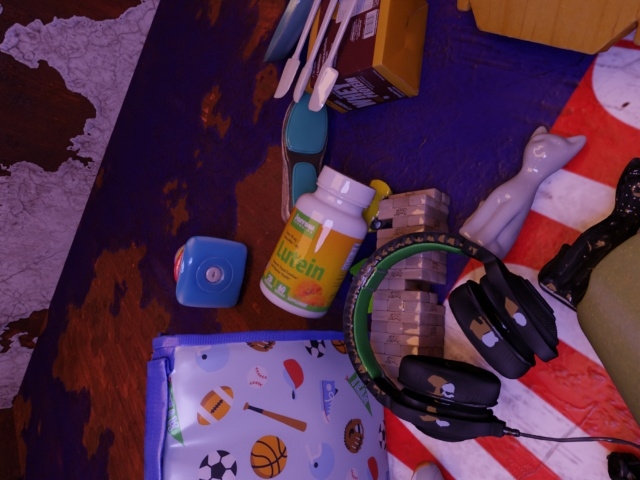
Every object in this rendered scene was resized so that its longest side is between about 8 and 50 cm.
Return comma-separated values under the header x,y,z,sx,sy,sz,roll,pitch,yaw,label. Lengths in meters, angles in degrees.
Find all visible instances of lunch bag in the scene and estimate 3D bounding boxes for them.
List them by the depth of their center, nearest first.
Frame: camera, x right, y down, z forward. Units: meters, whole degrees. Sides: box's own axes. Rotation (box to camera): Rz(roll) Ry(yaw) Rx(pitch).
x,y,z,sx,sy,sz,roll,pitch,yaw,label
-0.086,0.306,0.633,0.238,0.385,0.328,-19,69,38,lunch bag

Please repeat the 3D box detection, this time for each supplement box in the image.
x,y,z,sx,sy,sz,roll,pitch,yaw,label
0.087,-0.382,0.801,0.194,0.129,0.192,3,83,43,supplement box

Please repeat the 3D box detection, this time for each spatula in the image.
x,y,z,sx,sy,sz,roll,pitch,yaw,label
-0.001,-0.379,0.783,0.168,0.019,0.242,36,106,47,spatula

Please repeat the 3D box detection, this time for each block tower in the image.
x,y,z,sx,sy,sz,roll,pitch,yaw,label
0.148,0.085,0.668,0.097,0.090,0.336,-5,77,42,block tower

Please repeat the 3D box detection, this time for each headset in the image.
x,y,z,sx,sy,sz,roll,pitch,yaw,label
0.207,0.154,0.520,0.394,0.185,0.244,39,102,37,headset

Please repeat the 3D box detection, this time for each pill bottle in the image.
x,y,z,sx,sy,sz,roll,pitch,yaw,label
0.000,0.000,0.716,0.136,0.136,0.246,36,106,41,pill bottle

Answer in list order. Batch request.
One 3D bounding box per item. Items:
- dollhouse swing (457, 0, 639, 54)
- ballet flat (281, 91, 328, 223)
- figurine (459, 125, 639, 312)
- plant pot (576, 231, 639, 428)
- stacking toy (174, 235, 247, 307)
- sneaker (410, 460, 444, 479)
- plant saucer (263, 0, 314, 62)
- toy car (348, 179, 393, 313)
x,y,z,sx,sy,sz,roll,pitch,yaw,label
0.421,-0.446,0.515,0.347,0.304,0.315,-125,24,-49,dollhouse swing
-0.048,-0.175,0.905,0.106,0.107,0.316,156,121,-68,ballet flat
0.325,-0.044,0.547,0.215,0.092,0.210,42,101,41,figurine
0.369,0.113,0.327,0.276,0.276,0.254,-49,20,24,plant pot
-0.332,0.059,1.098,0.301,0.165,0.175,18,97,58,stacking toy
0.206,0.436,0.545,0.121,0.099,0.263,-25,72,28,sneaker
-0.042,-0.555,0.943,0.318,0.043,0.318,-50,26,35,plant saucer
0.077,0.032,0.771,0.239,0.053,0.225,-37,58,32,toy car
